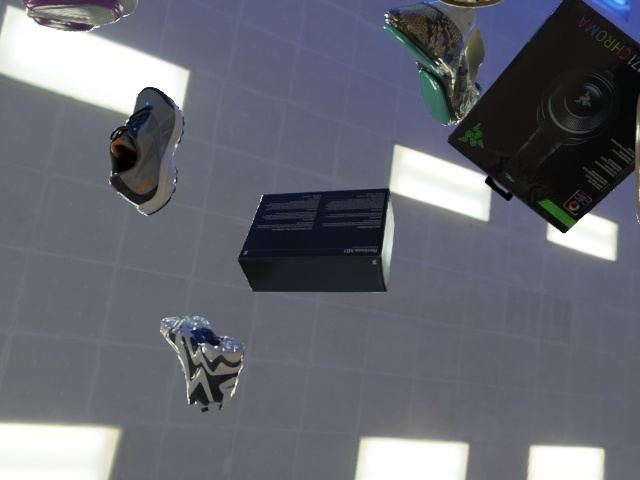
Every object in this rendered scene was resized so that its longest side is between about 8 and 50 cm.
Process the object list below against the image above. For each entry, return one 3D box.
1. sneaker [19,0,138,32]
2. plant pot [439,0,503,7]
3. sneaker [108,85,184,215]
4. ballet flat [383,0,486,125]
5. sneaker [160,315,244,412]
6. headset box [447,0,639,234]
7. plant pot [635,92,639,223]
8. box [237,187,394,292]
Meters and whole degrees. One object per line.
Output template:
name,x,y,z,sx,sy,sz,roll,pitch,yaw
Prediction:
sneaker,-0.294,-0.330,0.578,0.114,0.305,0.152,-5,-72,-36
plant pot,0.227,-0.475,0.691,0.237,0.237,0.255,4,-87,-27
sneaker,-0.311,-0.180,0.877,0.108,0.100,0.272,40,-146,-50
ballet flat,0.278,-0.417,1.107,0.182,0.164,0.483,-47,-25,11
sneaker,-0.234,0.240,0.947,0.094,0.235,0.153,-4,-76,-51
headset box,0.379,-0.188,0.797,0.246,0.283,0.131,41,-153,4
plant pot,0.425,-0.088,0.454,0.263,0.229,0.263,-3,-87,-54
box,0.000,0.000,0.945,0.184,0.261,0.103,-74,-23,-46
